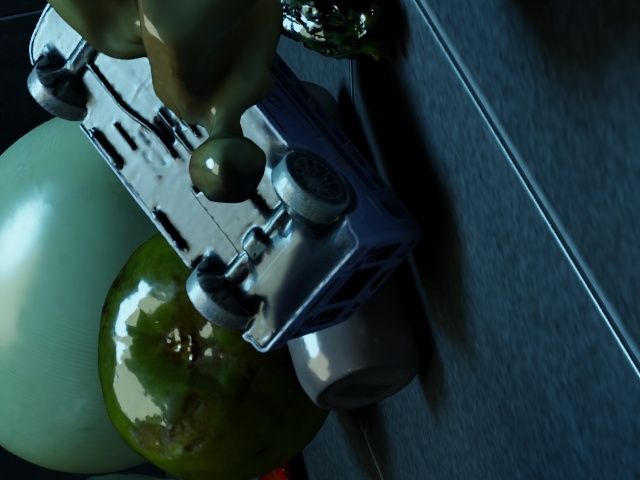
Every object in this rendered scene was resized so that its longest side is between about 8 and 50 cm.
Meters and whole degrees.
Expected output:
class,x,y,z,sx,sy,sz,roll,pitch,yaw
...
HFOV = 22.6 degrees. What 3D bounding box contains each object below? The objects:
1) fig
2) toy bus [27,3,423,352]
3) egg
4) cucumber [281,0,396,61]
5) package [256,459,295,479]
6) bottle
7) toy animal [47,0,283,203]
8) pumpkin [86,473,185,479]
class,x,y,z,sx,sy,sz,roll,pitch,yaw
fig,-0.029,0.056,0.845,0.126,0.185,0.133,-17,80,39
toy bus,-0.040,-0.041,0.623,0.167,0.076,0.073,52,121,19
egg,-0.153,0.029,1.097,0.295,0.218,0.218,103,154,-46
cucumber,-0.014,-0.115,0.640,0.181,0.053,0.053,-124,23,-57
package,-0.039,0.155,1.180,0.200,0.022,0.083,131,126,-79
bottle,0.000,0.000,0.680,0.053,0.053,0.140,96,158,-62
toy animal,-0.038,-0.149,0.442,0.157,0.097,0.312,48,-137,-76
pumpkin,0.017,0.198,0.455,0.293,0.197,0.263,-120,31,-80
